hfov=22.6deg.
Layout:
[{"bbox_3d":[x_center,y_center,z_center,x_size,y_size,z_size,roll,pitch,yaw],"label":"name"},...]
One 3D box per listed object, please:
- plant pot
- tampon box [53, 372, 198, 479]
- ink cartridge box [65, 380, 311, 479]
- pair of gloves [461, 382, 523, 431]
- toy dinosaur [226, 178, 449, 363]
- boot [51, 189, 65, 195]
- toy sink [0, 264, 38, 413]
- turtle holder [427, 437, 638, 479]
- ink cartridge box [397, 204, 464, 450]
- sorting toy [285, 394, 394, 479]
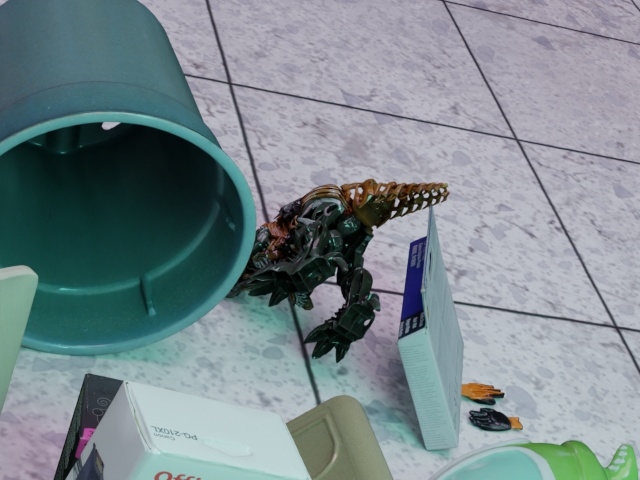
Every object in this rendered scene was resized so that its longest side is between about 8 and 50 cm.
[{"bbox_3d":[-0.272,-0.105,1.832,0.341,0.341,0.334,7,38,-22],"label":"plant pot"},{"bbox_3d":[-0.192,0.230,1.555,0.120,0.161,0.101,13,32,-13],"label":"tampon box"},{"bbox_3d":[-0.143,0.255,1.444,0.172,0.237,0.100,16,29,-32],"label":"ink cartridge box"},{"bbox_3d":[0.206,0.206,1.983,0.074,0.010,0.083,6,37,-26],"label":"pair of gloves"},{"bbox_3d":[0.000,0.000,1.922,0.164,0.322,0.218,28,42,-19],"label":"toy dinosaur"},{"bbox_3d":[-0.376,-0.112,2.065,0.208,0.076,0.189,31,44,27],"label":"boot"},{"bbox_3d":[-0.396,0.097,1.569,0.152,0.234,0.131,-15,46,-43],"label":"toy sink"},{"bbox_3d":[0.196,0.354,1.575,0.227,0.243,0.320,1,73,-4],"label":"turtle holder"},{"bbox_3d":[0.128,0.097,1.914,0.045,0.224,0.223,-8,28,12],"label":"ink cartridge box"},{"bbox_3d":[-0.022,0.305,1.565,0.229,0.041,0.307,-26,40,2],"label":"sorting toy"}]
